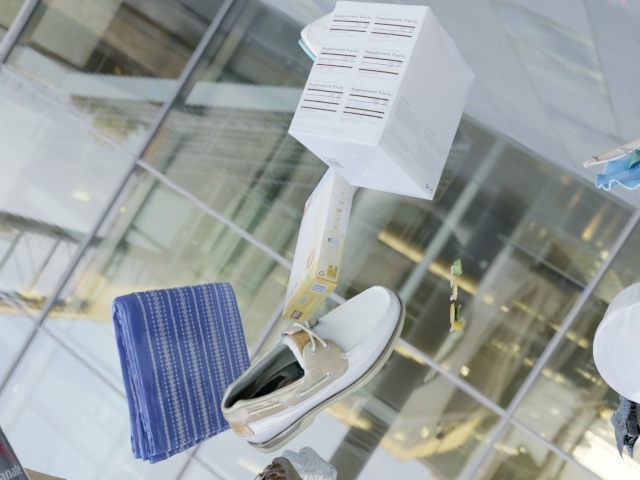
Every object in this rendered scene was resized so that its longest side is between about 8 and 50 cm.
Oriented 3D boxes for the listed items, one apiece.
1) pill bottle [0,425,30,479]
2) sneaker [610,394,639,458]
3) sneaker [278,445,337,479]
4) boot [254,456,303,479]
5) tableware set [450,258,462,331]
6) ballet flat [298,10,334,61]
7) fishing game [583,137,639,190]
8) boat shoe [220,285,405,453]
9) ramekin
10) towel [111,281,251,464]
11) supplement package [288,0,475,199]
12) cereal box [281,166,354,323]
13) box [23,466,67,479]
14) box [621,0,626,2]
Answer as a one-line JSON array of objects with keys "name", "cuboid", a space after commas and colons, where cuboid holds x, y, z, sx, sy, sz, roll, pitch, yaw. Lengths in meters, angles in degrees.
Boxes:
[{"name": "pill bottle", "cuboid": [-0.491, 0.298, 1.193, 0.319, 0.176, 0.176, 59, -172, 6]}, {"name": "sneaker", "cuboid": [0.712, 0.414, 2.110, 0.051, 0.170, 0.089, 1, -142, -10]}, {"name": "sneaker", "cuboid": [-0.029, 0.504, 1.972, 0.115, 0.090, 0.232, 21, -171, 23]}, {"name": "boot", "cuboid": [-0.070, 0.378, 1.345, 0.115, 0.112, 0.305, 58, -179, 22]}, {"name": "tableware set", "cuboid": [0.297, 0.121, 1.986, 0.024, 0.154, 0.104, 2, 168, 3]}, {"name": "ballet flat", "cuboid": [0.114, -0.313, 1.872, 0.400, 0.139, 0.139, 52, -171, 11]}, {"name": "fishing game", "cuboid": [0.350, -0.098, 0.873, 0.264, 0.189, 0.041, -62, -52, -77]}, {"name": "boat shoe", "cuboid": [-0.008, 0.169, 1.294, 0.103, 0.302, 0.113, 49, 174, -39]}, {"name": "ramekin", "cuboid": [0.701, 0.201, 1.883, 0.272, 0.273, 0.127, 32, -144, 0]}, {"name": "towel", "cuboid": [-0.204, 0.192, 1.427, 0.040, 0.243, 0.336, -13, 176, 23]}, {"name": "supplement package", "cuboid": [0.091, -0.194, 1.281, 0.149, 0.203, 0.194, 14, 168, 33]}, {"name": "cereal box", "cuboid": [0.000, 0.000, 1.555, 0.047, 0.240, 0.173, 19, 149, -12]}, {"name": "box", "cuboid": [-0.508, 0.523, 1.572, 0.215, 0.168, 0.345, 30, 173, -35]}, {"name": "box", "cuboid": [0.286, -0.443, 1.136, 0.142, 0.154, 0.300, 7, -146, -38]}]
